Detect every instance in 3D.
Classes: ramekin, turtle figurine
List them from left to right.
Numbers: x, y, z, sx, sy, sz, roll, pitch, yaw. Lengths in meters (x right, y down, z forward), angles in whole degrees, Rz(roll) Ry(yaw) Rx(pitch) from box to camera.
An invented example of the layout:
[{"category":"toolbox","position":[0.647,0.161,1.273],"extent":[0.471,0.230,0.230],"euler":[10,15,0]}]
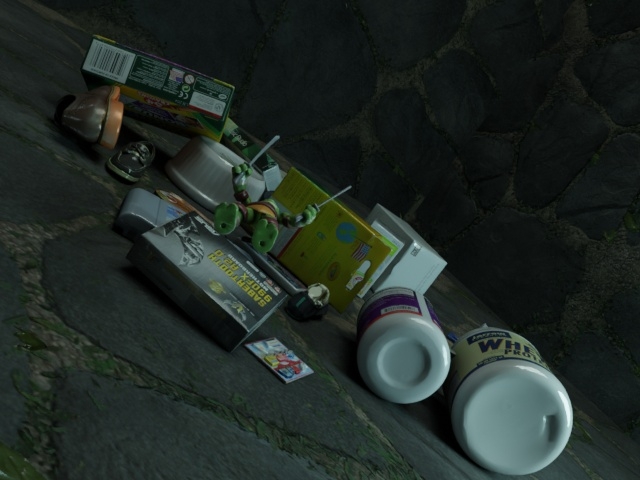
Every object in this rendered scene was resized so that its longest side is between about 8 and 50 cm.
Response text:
[{"category":"ramekin","position":[-0.270,-0.169,1.896],"extent":[0.273,0.127,0.273],"euler":[35,10,-7]},{"category":"turtle figurine","position":[-0.112,-0.096,1.543],"extent":[0.198,0.274,0.266],"euler":[56,19,-9]}]

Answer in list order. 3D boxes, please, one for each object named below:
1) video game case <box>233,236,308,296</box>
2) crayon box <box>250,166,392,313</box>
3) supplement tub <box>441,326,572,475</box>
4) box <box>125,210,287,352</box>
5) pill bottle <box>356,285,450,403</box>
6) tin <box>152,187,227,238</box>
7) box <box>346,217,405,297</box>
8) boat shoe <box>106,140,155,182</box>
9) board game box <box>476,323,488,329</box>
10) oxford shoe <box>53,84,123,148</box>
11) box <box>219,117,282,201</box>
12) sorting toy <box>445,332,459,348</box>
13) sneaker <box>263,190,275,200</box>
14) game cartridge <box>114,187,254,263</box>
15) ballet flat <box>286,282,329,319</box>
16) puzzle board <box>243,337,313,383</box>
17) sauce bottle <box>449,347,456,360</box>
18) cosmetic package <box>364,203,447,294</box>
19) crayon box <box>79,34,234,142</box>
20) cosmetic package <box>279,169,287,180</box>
[{"category":"video game case","position":[-0.095,0.066,1.711],"extent":[0.201,0.023,0.183],"euler":[41,11,20]},{"category":"crayon box","position":[0.000,0.000,1.695],"extent":[0.318,0.202,0.081],"euler":[41,11,16]},{"category":"supplement tub","position":[0.383,0.325,1.521],"extent":[0.235,0.235,0.325],"euler":[36,10,-2]},{"category":"box","position":[-0.183,0.061,1.185],"extent":[0.231,0.056,0.183],"euler":[42,22,4]},{"category":"pill bottle","position":[0.166,0.204,1.501],"extent":[0.181,0.181,0.323],"euler":[36,10,-3]},{"category":"tin","position":[-0.286,-0.045,1.535],"extent":[0.189,0.040,0.106],"euler":[37,6,6]},{"category":"box","position":[0.140,0.051,2.054],"extent":[0.114,0.203,0.103],"euler":[39,11,3]},{"category":"boat shoe","position":[-0.424,-0.189,1.615],"extent":[0.080,0.073,0.223],"euler":[35,10,-10]},{"category":"board game box","position":[0.527,0.393,1.989],"extent":[0.318,0.066,0.318],"euler":[53,13,11]},{"category":"oxford shoe","position":[-0.537,-0.304,1.633],"extent":[0.132,0.130,0.363],"euler":[12,10,-24]},{"category":"box","position":[-0.205,-0.203,2.128],"extent":[0.322,0.058,0.232],"euler":[44,-25,40]},{"category":"sorting toy","position":[0.365,0.323,2.030],"extent":[0.196,0.047,0.348],"euler":[33,10,0]},{"category":"sneaker","position":[-0.019,-0.030,1.917],"extent":[0.319,0.131,0.112],"euler":[50,7,-6]},{"category":"game cartridge","position":[-0.251,0.006,1.372],"extent":[0.297,0.062,0.198],"euler":[33,15,-19]},{"category":"ballet flat","position":[-0.014,0.130,1.554],"extent":[0.074,0.074,0.203],"euler":[39,10,12]},{"category":"puzzle board","position":[-0.068,0.201,1.211],"extent":[0.096,0.011,0.128],"euler":[40,10,17]},{"category":"sauce bottle","position":[0.244,0.286,1.538],"extent":[0.042,0.128,0.042],"euler":[33,10,-6]},{"category":"cosmetic package","position":[0.240,0.050,2.380],"extent":[0.156,0.217,0.385],"euler":[32,12,-24]},{"category":"crayon box","position":[-0.422,-0.378,1.875],"extent":[0.363,0.106,0.313],"euler":[19,-10,-9]},{"category":"cosmetic package","position":[-0.121,-0.157,2.392],"extent":[0.309,0.113,0.160],"euler":[24,15,-48]}]
